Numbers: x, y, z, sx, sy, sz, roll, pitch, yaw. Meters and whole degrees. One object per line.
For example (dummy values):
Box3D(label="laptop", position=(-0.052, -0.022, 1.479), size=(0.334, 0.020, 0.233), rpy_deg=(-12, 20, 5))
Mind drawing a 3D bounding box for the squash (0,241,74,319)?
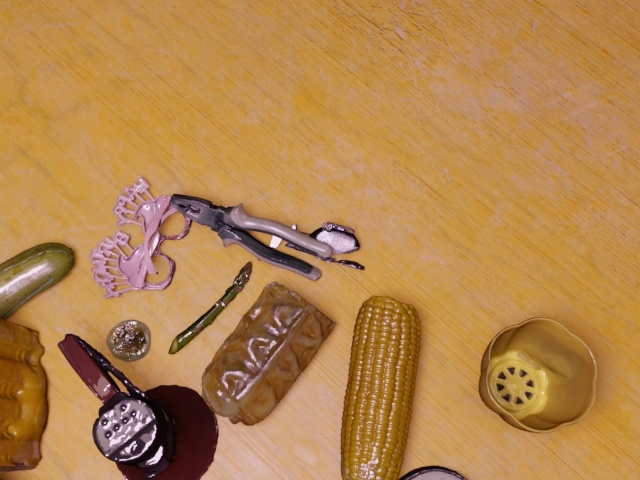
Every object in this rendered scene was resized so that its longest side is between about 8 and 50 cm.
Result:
Box3D(label="squash", position=(-0.619, 0.109, 1.380), size=(0.341, 0.094, 0.094), rpy_deg=(-38, 77, -12))

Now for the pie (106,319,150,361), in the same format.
Box3D(label="pie", position=(-0.366, 0.190, 1.395), size=(0.085, 0.017, 0.085), rpy_deg=(0, 72, -1))

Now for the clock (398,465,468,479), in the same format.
Box3D(label="clock", position=(0.205, 0.494, 1.297), size=(0.185, 0.040, 0.184), rpy_deg=(0, 73, -1))

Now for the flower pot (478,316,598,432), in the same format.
Box3D(label="flower pot", position=(0.366, 0.248, 1.305), size=(0.195, 0.179, 0.195), rpy_deg=(1, 73, -3))

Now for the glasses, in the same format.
Box3D(label="glasses", position=(-0.354, -0.004, 1.418), size=(0.162, 0.095, 0.255), rpy_deg=(15, 70, 4))

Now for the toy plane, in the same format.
Box3D(label="toy plane", position=(0.000, -0.001, 1.444), size=(0.197, 0.053, 0.078), rpy_deg=(14, 91, 0))

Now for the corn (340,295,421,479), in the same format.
Box3D(label="corn", position=(0.105, 0.275, 1.318), size=(0.131, 0.131, 0.344), rpy_deg=(10, 73, 2))

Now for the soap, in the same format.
Box3D(label="soap", position=(-0.574, 0.263, 1.233), size=(0.143, 0.281, 0.259), rpy_deg=(-8, 73, -1))

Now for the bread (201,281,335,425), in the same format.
Box3D(label="bread", position=(-0.103, 0.211, 1.337), size=(0.152, 0.130, 0.267), rpy_deg=(37, 75, 1))

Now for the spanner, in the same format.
Box3D(label="spanner", position=(-0.138, -0.016, 1.413), size=(0.325, 0.095, 0.040), rpy_deg=(24, 32, -3))

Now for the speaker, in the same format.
Box3D(label="speaker", position=(-0.297, 0.276, 1.221), size=(0.198, 0.329, 0.259), rpy_deg=(-15, 67, -5))

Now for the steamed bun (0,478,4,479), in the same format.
Box3D(label="steamed bun", position=(-0.578, 0.516, 1.199), size=(0.283, 0.177, 0.282), rpy_deg=(0, 91, 2))

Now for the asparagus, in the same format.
Box3D(label="asparagus", position=(-0.207, 0.133, 1.411), size=(0.034, 0.027, 0.236), rpy_deg=(38, 75, 22))
